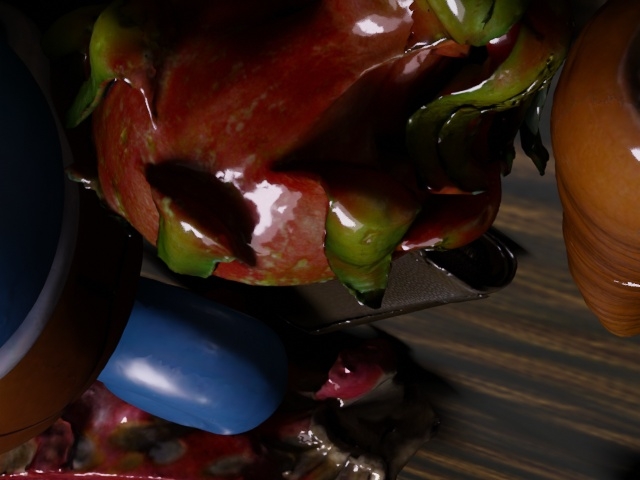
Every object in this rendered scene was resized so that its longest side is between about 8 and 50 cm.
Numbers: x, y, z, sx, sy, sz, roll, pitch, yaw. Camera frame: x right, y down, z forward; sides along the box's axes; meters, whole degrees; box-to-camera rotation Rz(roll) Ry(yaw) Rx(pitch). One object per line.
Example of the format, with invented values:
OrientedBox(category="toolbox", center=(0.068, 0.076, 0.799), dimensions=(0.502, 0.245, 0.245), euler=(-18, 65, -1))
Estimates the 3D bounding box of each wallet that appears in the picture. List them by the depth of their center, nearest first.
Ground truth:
OrientedBox(category="wallet", center=(0.000, 0.000, 0.761), dimensions=(0.110, 0.031, 0.198), euler=(35, 162, -15))

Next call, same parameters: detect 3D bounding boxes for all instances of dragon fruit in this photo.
OrientedBox(category="dragon fruit", center=(0.005, -0.054, 0.489), dimensions=(0.142, 0.138, 0.175), euler=(12, 149, -25))
OrientedBox(category="dragon fruit", center=(-0.027, 0.100, 0.959), dimensions=(0.211, 0.134, 0.262), euler=(-2, 162, 40))

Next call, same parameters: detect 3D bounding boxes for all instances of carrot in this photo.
OrientedBox(category="carrot", center=(0.103, -0.012, 0.511), dimensions=(0.069, 0.069, 0.336), euler=(26, 173, 11))

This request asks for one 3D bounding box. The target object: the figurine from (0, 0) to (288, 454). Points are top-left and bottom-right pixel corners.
OrientedBox(category="figurine", center=(-0.169, 0.011, 0.679), dimensions=(0.243, 0.298, 0.416), euler=(23, 173, 17))
